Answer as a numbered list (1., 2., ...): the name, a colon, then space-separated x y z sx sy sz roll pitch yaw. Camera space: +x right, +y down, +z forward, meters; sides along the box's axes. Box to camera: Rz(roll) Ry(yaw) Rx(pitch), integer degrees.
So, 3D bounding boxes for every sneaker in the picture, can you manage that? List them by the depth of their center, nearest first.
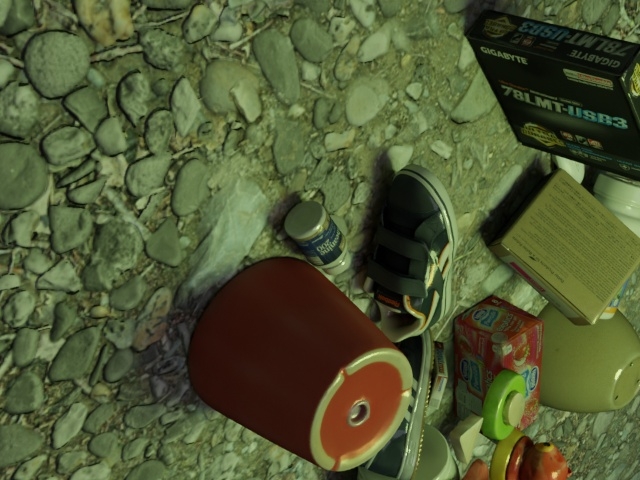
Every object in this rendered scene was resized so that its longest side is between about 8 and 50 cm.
1. sneaker: 0.145 0.036 1.486 0.127 0.126 0.321 -36 134 -32
2. sneaker: 0.108 0.267 1.596 0.099 0.153 0.282 106 -6 -70

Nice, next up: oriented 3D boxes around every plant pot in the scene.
1. plant pot: -0.016 0.193 1.335 0.275 0.243 0.275 -22 126 -33
2. plant pot: 0.594 0.262 1.979 0.284 0.191 0.284 -21 124 -35

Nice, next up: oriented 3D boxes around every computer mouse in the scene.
1. computer mouse: 0.483 -0.162 1.755 0.106 0.042 0.193 -38 133 -23

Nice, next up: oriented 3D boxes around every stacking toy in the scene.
1. stacking toy: 0.345 0.403 1.631 0.309 0.130 0.280 -35 131 -44

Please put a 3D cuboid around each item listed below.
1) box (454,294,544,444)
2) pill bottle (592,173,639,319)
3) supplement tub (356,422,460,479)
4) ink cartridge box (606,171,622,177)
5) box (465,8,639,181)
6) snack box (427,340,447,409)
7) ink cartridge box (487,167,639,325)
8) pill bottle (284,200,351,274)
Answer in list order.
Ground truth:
1. box: 0.349 0.255 1.791 0.122 0.128 0.257 -27 127 -30
2. pill bottle: 0.571 0.009 1.849 0.152 0.152 0.272 5 108 -44
3. supplement tub: 0.172 0.490 1.706 0.191 0.191 0.272 -34 131 -25
4. ink cartridge box: 0.684 -0.232 1.837 0.172 0.100 0.237 7 96 -45
5. box: 0.411 -0.227 1.469 0.073 0.295 0.293 -54 138 -9
6. snack box: 0.209 0.240 1.647 0.178 0.022 0.064 -68 172 -76
7. ink cartridge box: 0.465 0.014 1.707 0.234 0.088 0.193 42 79 -2
8. pill bottle: 0.000 0.000 1.373 0.067 0.067 0.120 -49 136 -12
